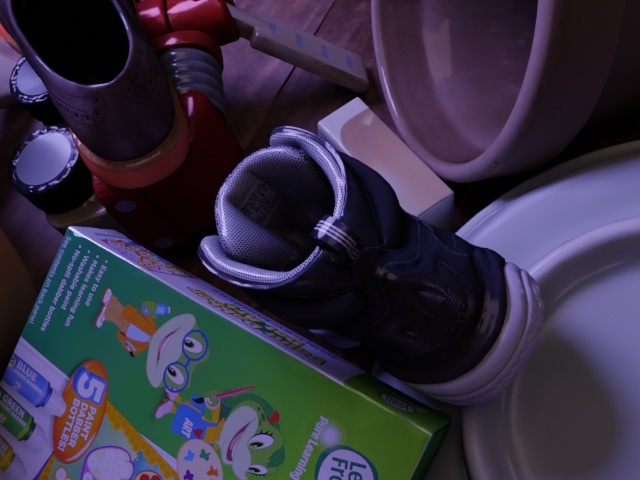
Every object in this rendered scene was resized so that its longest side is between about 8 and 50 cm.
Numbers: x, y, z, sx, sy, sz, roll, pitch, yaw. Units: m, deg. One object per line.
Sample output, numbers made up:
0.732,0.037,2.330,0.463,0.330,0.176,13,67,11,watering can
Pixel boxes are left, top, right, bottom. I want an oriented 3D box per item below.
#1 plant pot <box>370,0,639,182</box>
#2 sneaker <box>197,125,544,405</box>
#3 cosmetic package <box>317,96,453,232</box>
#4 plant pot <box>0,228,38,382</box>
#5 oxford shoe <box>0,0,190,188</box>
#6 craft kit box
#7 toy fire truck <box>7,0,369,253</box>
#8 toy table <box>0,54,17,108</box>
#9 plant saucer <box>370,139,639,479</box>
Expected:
0.187,-0.179,0.590,0.229,0.263,0.263,-6,59,-18,plant pot
0.000,0.000,0.478,0.101,0.153,0.268,-59,25,-5,sneaker
0.049,-0.048,0.617,0.041,0.060,0.115,-35,64,-12,cosmetic package
-0.317,0.055,0.496,0.291,0.291,0.203,25,51,19,plant pot
-0.170,-0.161,0.541,0.097,0.098,0.271,-32,63,-12,oxford shoe
-0.090,0.155,0.465,0.246,0.061,0.250,26,95,18,craft kit box
-0.090,-0.109,0.634,0.246,0.158,0.217,-17,59,9,toy fire truck
-0.349,-0.123,0.618,0.274,0.252,0.161,-25,53,28,toy table
0.189,0.099,0.425,0.400,0.100,0.401,-13,59,23,plant saucer
